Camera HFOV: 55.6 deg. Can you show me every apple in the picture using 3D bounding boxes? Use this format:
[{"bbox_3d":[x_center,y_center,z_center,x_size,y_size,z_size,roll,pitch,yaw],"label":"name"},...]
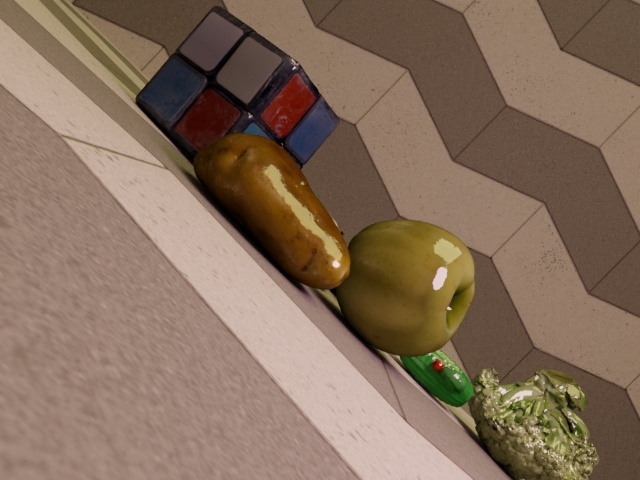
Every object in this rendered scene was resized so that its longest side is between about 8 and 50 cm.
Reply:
[{"bbox_3d":[0.162,0.091,1.179,0.279,0.279,0.279,44,2,-2],"label":"apple"}]

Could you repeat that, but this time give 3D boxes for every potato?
[{"bbox_3d":[-0.076,-0.060,1.091,0.369,0.176,0.195,49,-24,18],"label":"potato"}]

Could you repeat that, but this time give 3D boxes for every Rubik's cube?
[{"bbox_3d":[-0.194,-0.315,1.491,0.313,0.316,0.318,41,2,27],"label":"Rubik's cube"}]

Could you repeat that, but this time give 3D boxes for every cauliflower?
[{"bbox_3d":[0.469,0.391,1.321,0.275,0.250,0.272,39,0,-4],"label":"cauliflower"}]

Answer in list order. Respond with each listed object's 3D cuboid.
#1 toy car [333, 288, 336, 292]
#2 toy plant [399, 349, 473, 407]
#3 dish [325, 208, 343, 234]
[{"bbox_3d":[0.123,0.117,1.485,0.314,0.166,0.198,6,-28,41],"label":"toy car"},{"bbox_3d":[0.235,0.278,1.360,0.240,0.088,0.154,33,-17,31],"label":"toy plant"},{"bbox_3d":[0.000,0.000,1.356,0.213,0.090,0.213,59,-8,13],"label":"dish"}]
